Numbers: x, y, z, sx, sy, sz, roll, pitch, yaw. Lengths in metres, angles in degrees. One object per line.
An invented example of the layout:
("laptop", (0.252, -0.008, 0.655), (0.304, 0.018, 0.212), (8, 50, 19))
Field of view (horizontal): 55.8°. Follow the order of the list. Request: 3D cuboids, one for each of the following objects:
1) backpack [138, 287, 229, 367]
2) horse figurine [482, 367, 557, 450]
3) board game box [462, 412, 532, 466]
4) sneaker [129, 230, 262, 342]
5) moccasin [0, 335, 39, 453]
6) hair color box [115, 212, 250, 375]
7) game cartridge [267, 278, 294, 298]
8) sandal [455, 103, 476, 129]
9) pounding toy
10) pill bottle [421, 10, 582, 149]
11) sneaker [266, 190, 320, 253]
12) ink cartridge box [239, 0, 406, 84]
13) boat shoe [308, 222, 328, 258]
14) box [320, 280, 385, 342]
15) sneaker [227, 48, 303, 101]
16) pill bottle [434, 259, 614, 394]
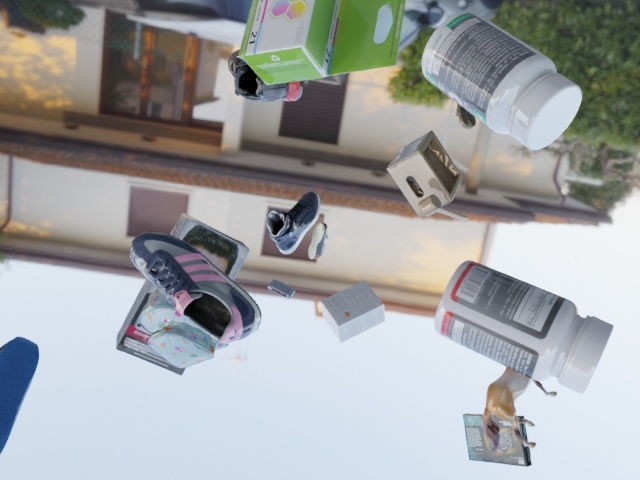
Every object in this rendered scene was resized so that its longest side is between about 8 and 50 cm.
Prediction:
("backpack", (-0.307, 0.187, 1.347), (0.166, 0.188, 0.144), (-23, -151, 37))
("horse figurine", (0.412, 0.313, 1.255), (0.174, 0.263, 0.066), (38, 171, -13))
("board game box", (0.467, 0.527, 1.609), (0.026, 0.126, 0.186), (1, 169, -38))
("sneaker", (-0.265, 0.088, 1.193), (0.319, 0.112, 0.131), (32, -166, 10))
("moccasin", (-0.692, 0.369, 1.253), (0.138, 0.342, 0.117), (40, 143, -22))
("hair color box", (-0.359, 0.137, 1.569), (0.185, 0.374, 0.113), (28, -179, -20))
("game cartridge", (-0.128, 0.159, 1.984), (0.083, 0.017, 0.056), (28, -151, 3))
("sandal", (0.459, -0.401, 1.922), (0.072, 0.049, 0.180), (21, -135, -6))
("pounding toy", (0.220, -0.100, 1.252), (0.094, 0.181, 0.206), (-28, -166, 34))
("pill bottle", (0.434, -0.390, 1.470), (0.204, 0.204, 0.361), (-5, -137, -41))
("sneaker", (-0.085, -0.085, 1.895), (0.086, 0.226, 0.163), (20, 163, 27))
("ink cartridge box", (0.008, -0.385, 1.037), (0.255, 0.188, 0.097), (0, 160, 29))
("boat shoe", (0.000, 0.000, 1.803), (0.043, 0.137, 0.049), (-7, -136, -28))
("box", (0.106, 0.232, 1.982), (0.171, 0.091, 0.130), (-24, -136, -14))
("sneaker", (-0.162, -0.395, 1.424), (0.135, 0.097, 0.276), (-16, -145, -33))
("pill bottle", (0.372, 0.159, 1.120), (0.283, 0.161, 0.161), (24, -159, 26))
